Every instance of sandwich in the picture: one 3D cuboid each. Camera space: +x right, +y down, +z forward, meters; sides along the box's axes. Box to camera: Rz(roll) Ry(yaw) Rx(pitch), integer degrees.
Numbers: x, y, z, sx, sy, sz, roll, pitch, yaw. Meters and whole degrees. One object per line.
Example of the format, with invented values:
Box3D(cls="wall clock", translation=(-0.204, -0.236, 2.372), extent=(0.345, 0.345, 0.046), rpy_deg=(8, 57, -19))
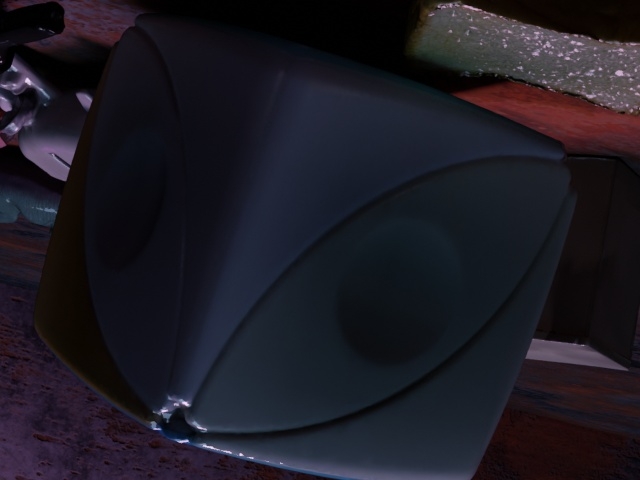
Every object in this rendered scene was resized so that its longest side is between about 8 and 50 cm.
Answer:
Box3D(cls="sandwich", translation=(0.177, -0.165, 1.207), extent=(0.215, 0.065, 0.186), rpy_deg=(12, 169, -3))

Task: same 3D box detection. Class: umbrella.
Box3D(cls="umbrella", translation=(-0.378, -0.200, 1.567), extent=(0.340, 0.118, 0.118), rpy_deg=(-7, 160, 42))

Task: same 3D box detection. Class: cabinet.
Box3D(cls="cabinet", translation=(0.270, 0.024, 1.709), extent=(0.145, 0.206, 0.150), rpy_deg=(5, 168, 31))

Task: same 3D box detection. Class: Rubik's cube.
Box3D(cls="Rubik's cube", translation=(-0.023, 0.007, 1.403), extent=(0.352, 0.347, 0.352), rpy_deg=(17, -176, -31))

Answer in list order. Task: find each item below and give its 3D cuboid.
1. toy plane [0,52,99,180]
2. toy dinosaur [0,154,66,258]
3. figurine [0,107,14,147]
Box3D(cls="toy plane", translation=(-0.254, -0.126, 1.719), extent=(0.267, 0.122, 0.267), rpy_deg=(25, 159, 10))
Box3D(cls="toy dinosaur", translation=(-0.405, -0.087, 2.176), extent=(0.384, 0.129, 0.331), rpy_deg=(25, 159, 4))
Box3D(cls="figurine", translation=(-0.448, -0.158, 1.962), extent=(0.129, 0.054, 0.072), rpy_deg=(17, 156, 9))
